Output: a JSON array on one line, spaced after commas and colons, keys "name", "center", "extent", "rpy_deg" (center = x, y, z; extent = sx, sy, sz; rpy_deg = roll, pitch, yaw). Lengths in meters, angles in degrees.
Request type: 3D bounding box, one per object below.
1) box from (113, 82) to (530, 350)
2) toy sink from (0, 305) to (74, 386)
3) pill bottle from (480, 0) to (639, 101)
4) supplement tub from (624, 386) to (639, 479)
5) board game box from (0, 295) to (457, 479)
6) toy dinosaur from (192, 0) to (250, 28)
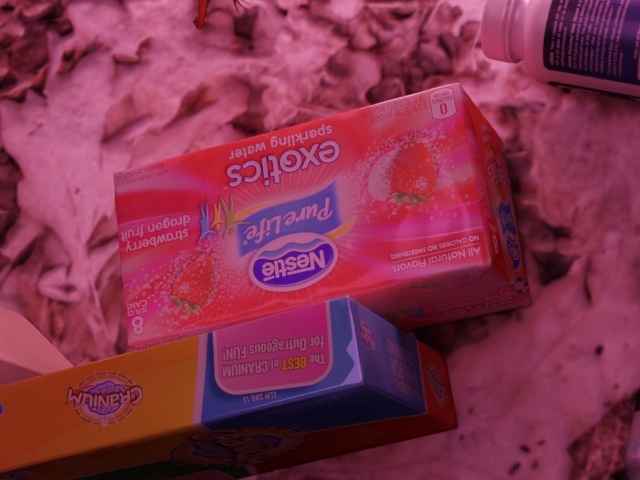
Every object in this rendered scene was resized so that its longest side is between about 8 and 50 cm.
[{"name": "box", "center": [0.000, 0.000, 1.177], "extent": [0.300, 0.142, 0.154], "rpy_deg": [-13, 72, 17]}, {"name": "toy sink", "center": [-0.323, 0.125, 1.216], "extent": [0.131, 0.234, 0.153], "rpy_deg": [40, 92, 25]}, {"name": "pill bottle", "center": [0.218, -0.165, 1.167], "extent": [0.169, 0.094, 0.094], "rpy_deg": [13, 80, 24]}, {"name": "supplement tub", "center": [0.341, 0.028, 1.002], "extent": [0.207, 0.207, 0.338], "rpy_deg": [11, 80, 23]}, {"name": "board game box", "center": [-0.081, 0.132, 1.116], "extent": [0.316, 0.242, 0.064], "rpy_deg": [-16, 71, 17]}, {"name": "toy dinosaur", "center": [-0.108, -0.236, 1.331], "extent": [0.047, 0.090, 0.082], "rpy_deg": [27, 94, 53]}]
